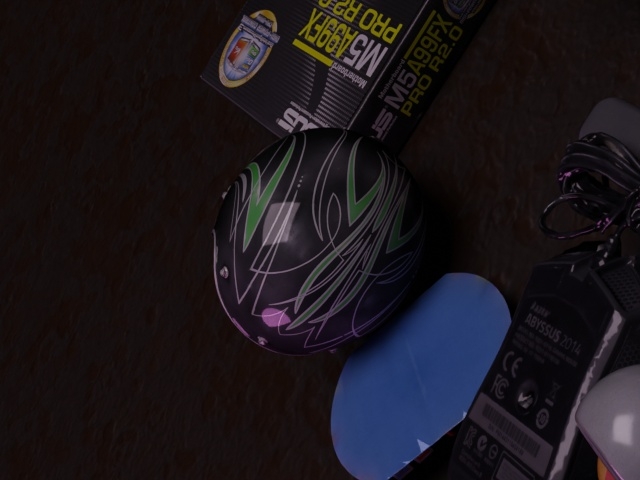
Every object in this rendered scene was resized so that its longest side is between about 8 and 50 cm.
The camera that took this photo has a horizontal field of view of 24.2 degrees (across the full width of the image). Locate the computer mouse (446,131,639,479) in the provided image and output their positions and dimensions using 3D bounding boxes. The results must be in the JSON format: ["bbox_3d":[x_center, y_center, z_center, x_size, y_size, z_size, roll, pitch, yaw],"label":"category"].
[{"bbox_3d":[0.167,0.084,0.916,0.272,0.072,0.188,-66,28,12],"label":"computer mouse"}]

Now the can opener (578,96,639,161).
[{"bbox_3d":[0.246,-0.007,0.898,0.093,0.074,0.280,-55,35,10],"label":"can opener"}]

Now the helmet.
[{"bbox_3d":[0.000,0.000,1.129,0.169,0.169,0.161,-51,19,15],"label":"helmet"}]

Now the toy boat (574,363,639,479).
[{"bbox_3d":[0.267,0.123,0.627,0.318,0.148,0.267,10,73,20],"label":"toy boat"}]

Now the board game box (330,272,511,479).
[{"bbox_3d":[0.079,0.103,1.072,0.169,0.033,0.133,-41,34,18],"label":"board game box"}]

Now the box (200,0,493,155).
[{"bbox_3d":[0.019,-0.185,1.321,0.216,0.060,0.270,-57,35,6],"label":"box"}]
